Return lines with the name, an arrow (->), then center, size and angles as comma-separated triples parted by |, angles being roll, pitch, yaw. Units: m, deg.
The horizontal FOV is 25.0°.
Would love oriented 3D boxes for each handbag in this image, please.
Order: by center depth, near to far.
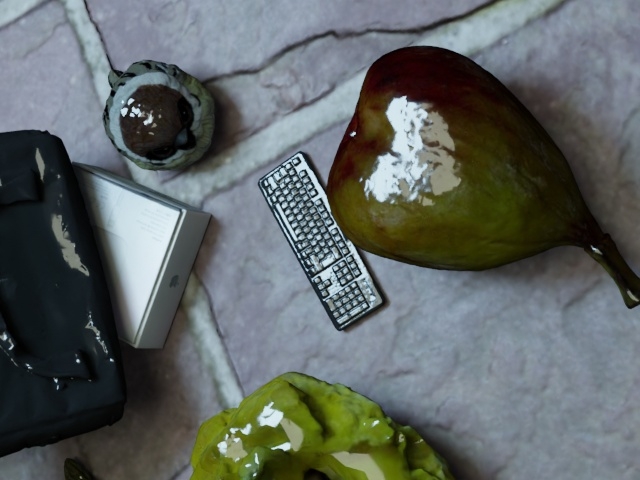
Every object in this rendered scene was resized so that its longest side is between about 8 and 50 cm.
handbag -> -0.301, 0.052, 1.211 | 0.244, 0.088, 0.275 | -13, 75, -20

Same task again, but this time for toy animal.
toy animal -> -0.157, -0.118, 1.260 | 0.137, 0.098, 0.098 | 37, 101, 23

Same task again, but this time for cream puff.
cream puff -> -0.013, 0.243, 1.120 | 0.282, 0.185, 0.281 | -2, 85, 27

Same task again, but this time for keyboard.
keyboard -> 0.000, 0.000, 1.225 | 0.053, 0.010, 0.155 | -35, 73, 17

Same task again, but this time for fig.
fig -> 0.134, -0.031, 1.108 | 0.274, 0.145, 0.170 | 31, 101, 10

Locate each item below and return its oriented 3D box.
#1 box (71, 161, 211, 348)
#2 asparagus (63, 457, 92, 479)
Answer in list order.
box -> -0.182, 0.013, 1.286 | 0.130, 0.051, 0.129 | 23, 96, 25
asparagus -> -0.154, 0.277, 1.265 | 0.236, 0.027, 0.034 | 39, 97, 22
